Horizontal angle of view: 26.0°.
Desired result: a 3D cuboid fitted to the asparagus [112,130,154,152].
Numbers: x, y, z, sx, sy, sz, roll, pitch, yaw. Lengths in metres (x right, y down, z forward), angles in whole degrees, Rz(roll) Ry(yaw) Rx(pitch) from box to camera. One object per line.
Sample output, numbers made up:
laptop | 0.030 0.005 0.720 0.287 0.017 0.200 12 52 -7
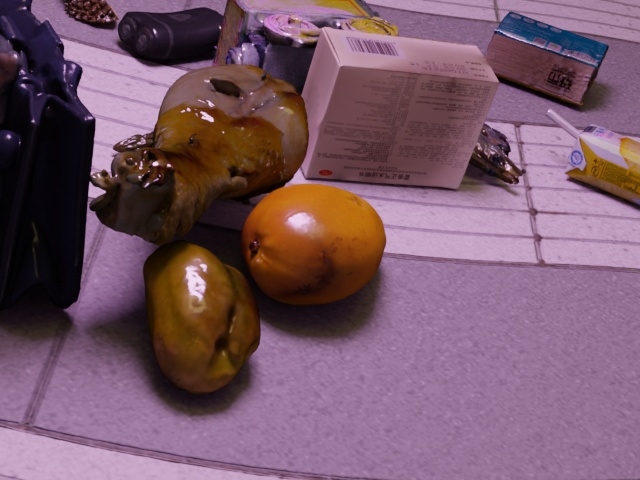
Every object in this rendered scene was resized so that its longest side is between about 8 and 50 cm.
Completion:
asparagus | -0.157 -0.134 1.681 0.034 0.027 0.236 28 31 29

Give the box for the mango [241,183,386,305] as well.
mango | 0.000 0.000 1.456 0.144 0.112 0.219 25 19 16

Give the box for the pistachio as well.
pistachio | -0.114 0.058 1.296 0.100 0.110 0.189 -20 34 3

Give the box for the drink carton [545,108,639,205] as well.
drink carton | 0.383 -0.106 1.847 0.200 0.075 0.084 25 30 17

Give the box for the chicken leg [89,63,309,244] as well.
chicken leg | -0.126 -0.085 1.422 0.201 0.153 0.429 2 18 13

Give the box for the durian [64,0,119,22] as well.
durian | -0.325 -0.342 1.932 0.066 0.052 0.130 -9 37 -40

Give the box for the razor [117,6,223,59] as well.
razor | -0.197 -0.283 1.889 0.148 0.054 0.090 -13 40 -42

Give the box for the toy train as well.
toy train | -0.013 -0.252 1.844 0.260 0.134 0.177 -1 33 -27

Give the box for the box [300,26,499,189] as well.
box | 0.088 -0.157 1.696 0.211 0.168 0.095 4 35 -21

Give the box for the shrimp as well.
shrimp | 0.208 -0.134 1.847 0.126 0.048 0.223 4 29 -40

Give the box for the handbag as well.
handbag | -0.311 -0.115 1.330 0.118 0.269 0.326 -5 35 -29

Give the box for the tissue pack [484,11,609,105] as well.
tissue pack | 0.340 -0.276 2.109 0.169 0.082 0.120 21 29 10
